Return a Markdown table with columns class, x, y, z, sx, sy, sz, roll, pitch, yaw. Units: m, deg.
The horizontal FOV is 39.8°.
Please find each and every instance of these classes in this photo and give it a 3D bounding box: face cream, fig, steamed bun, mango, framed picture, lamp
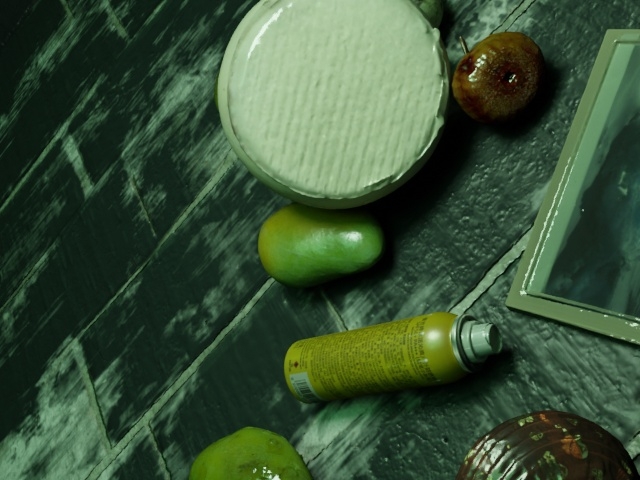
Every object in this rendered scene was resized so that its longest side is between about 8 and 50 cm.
| class | x | y | z | sx | sy | sz | roll | pitch | yaw |
| --- | --- | --- | --- | --- | --- | --- | --- | --- | --- |
| face cream | 0.107 | 0.172 | 1.308 | 0.349 | 0.105 | 0.104 | -17 | 59 | 38 |
| fig | 0.258 | -0.259 | 1.393 | 0.146 | 0.133 | 0.201 | -32 | 23 | -8 |
| steamed bun | 0.020 | -0.238 | 1.434 | 0.374 | 0.375 | 0.241 | -60 | 6 | 1 |
| mango | 0.000 | 0.000 | 1.490 | 0.251 | 0.114 | 0.156 | -10 | 52 | 41 |
| framed picture | 0.451 | -0.078 | 1.166 | 0.326 | 0.028 | 0.446 | 14 | 79 | 47 |
| lamp | 0.260 | 0.314 | 0.999 | 0.247 | 0.247 | 0.246 | -21 | 56 | 35 |

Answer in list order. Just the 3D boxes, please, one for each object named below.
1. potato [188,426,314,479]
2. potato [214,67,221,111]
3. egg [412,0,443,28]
| class | x | y | z | sx | sy | sz | roll | pitch | yaw |
| --- | --- | --- | --- | --- | --- | --- | --- | --- | --- |
| potato | -0.107 | 0.386 | 1.369 | 0.253 | 0.149 | 0.186 | 6 | 76 | 44 |
| potato | -0.107 | -0.305 | 1.729 | 0.197 | 0.148 | 0.228 | -51 | 39 | -10 |
| egg | 0.131 | -0.392 | 1.549 | 0.182 | 0.141 | 0.141 | -37 | 48 | 37 |
